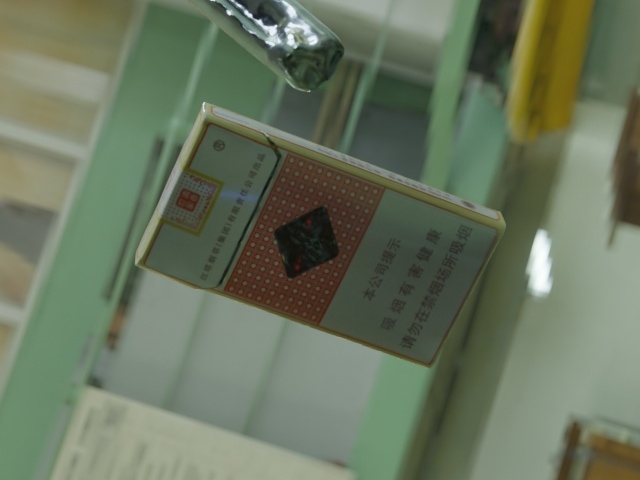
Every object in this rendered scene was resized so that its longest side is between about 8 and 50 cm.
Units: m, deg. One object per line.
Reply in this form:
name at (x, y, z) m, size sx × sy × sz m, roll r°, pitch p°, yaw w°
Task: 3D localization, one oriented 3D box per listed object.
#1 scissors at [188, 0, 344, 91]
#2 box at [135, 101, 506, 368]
scissors at (-0.074, -0.149, 0.973) m, size 0.041 × 0.289 × 0.138 m, roll -50°, pitch -42°, yaw 3°
box at (0.000, 0.000, 0.501) m, size 0.012 × 0.083 × 0.046 m, roll -104°, pitch 37°, yaw -63°
